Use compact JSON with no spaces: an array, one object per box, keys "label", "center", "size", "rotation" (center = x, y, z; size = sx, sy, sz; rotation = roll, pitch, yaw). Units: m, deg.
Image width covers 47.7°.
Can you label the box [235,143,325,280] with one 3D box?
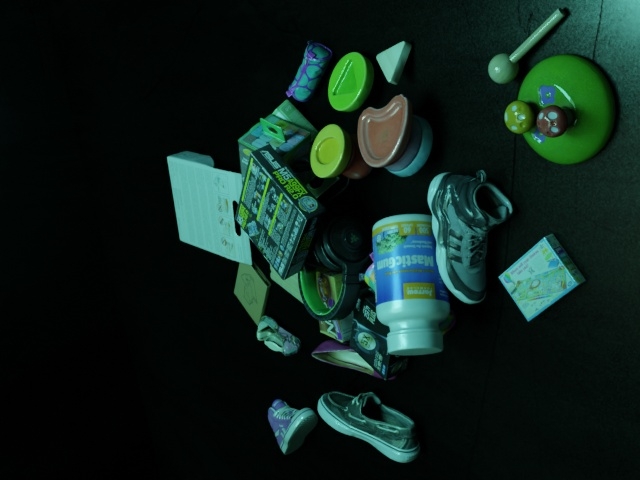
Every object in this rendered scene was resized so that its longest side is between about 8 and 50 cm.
[{"label":"box","center":[-0.103,-0.062,1.716],"size":[0.216,0.060,0.270],"rotation":[50,148,19]}]

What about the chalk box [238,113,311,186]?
[{"label":"chalk box","center":[-0.110,-0.214,1.782],"size":[0.132,0.132,0.213],"rotation":[30,144,22]}]

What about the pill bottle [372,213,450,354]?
[{"label":"pill bottle","center":[0.188,0.094,1.495],"size":[0.152,0.152,0.272],"rotation":[-31,57,58]}]

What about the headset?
[{"label":"headset","center":[0.000,0.000,1.770],"size":[0.243,0.185,0.394],"rotation":[9,96,60]}]

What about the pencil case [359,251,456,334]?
[{"label":"pencil case","center":[0.195,0.125,1.630],"size":[0.236,0.104,0.104],"rotation":[44,140,32]}]

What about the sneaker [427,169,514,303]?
[{"label":"sneaker","center":[0.298,-0.006,1.399],"size":[0.153,0.101,0.269],"rotation":[-7,98,60]}]

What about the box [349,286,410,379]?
[{"label":"box","center":[0.152,0.221,1.768],"size":[0.147,0.077,0.180],"rotation":[41,138,40]}]

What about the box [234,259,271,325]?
[{"label":"box","center":[-0.224,0.157,2.364],"size":[0.164,0.021,0.201],"rotation":[50,143,31]}]

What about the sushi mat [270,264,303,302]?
[{"label":"sushi mat","center":[-0.086,0.088,2.067],"size":[0.316,0.019,0.151],"rotation":[31,132,59]}]

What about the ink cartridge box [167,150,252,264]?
[{"label":"ink cartridge box","center":[-0.337,-0.112,2.361],"size":[0.385,0.091,0.308],"rotation":[16,119,41]}]

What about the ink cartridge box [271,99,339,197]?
[{"label":"ink cartridge box","center":[-0.054,-0.228,1.873],"size":[0.235,0.056,0.171],"rotation":[46,148,-5]}]

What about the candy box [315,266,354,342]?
[{"label":"candy box","center":[0.036,0.168,1.941],"size":[0.109,0.053,0.187],"rotation":[17,118,54]}]

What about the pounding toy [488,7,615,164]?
[{"label":"pounding toy","center":[0.359,-0.228,1.185],"size":[0.183,0.110,0.237],"rotation":[-39,74,56]}]

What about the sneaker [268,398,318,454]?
[{"label":"sneaker","center":[-0.106,0.569,2.327],"size":[0.161,0.102,0.282],"rotation":[59,147,24]}]

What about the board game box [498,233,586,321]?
[{"label":"board game box","center":[0.408,0.071,1.345],"size":[0.103,0.026,0.154],"rotation":[59,147,18]}]

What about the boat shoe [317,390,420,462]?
[{"label":"boat shoe","center":[0.130,0.457,1.912],"size":[0.335,0.121,0.119],"rotation":[18,113,40]}]

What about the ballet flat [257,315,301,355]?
[{"label":"ballet flat","center":[-0.149,0.299,2.267],"size":[0.221,0.079,0.077],"rotation":[28,129,48]}]

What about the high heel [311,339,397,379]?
[{"label":"high heel","center":[0.087,0.315,1.878],"size":[0.244,0.117,0.082],"rotation":[28,129,48]}]

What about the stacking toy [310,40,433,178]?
[{"label":"stacking toy","center":[0.130,-0.264,1.570],"size":[0.309,0.130,0.280],"rotation":[2,82,54]}]

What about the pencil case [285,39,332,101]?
[{"label":"pencil case","center":[-0.027,-0.400,1.723],"size":[0.064,0.070,0.152],"rotation":[59,147,19]}]
